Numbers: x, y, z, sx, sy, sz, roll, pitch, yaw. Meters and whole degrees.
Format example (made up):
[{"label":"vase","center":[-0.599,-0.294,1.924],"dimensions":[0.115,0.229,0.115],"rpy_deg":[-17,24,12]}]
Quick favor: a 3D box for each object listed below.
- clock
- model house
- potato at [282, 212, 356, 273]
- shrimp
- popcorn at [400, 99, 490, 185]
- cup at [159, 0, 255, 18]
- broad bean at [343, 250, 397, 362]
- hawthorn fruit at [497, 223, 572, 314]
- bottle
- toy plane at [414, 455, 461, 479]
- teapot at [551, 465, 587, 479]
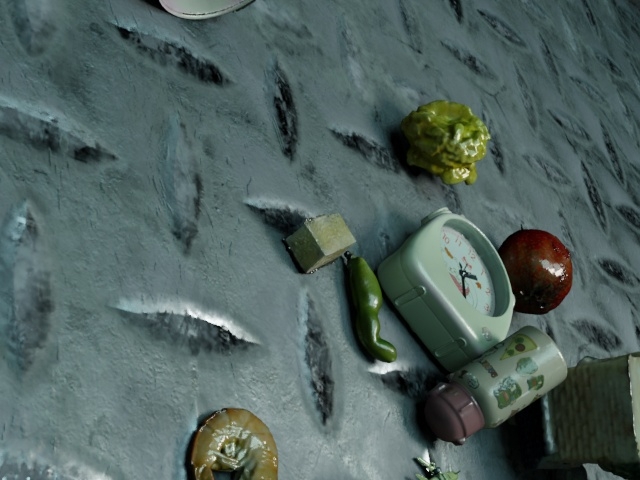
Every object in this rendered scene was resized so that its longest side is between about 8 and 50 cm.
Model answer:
[{"label":"clock","center":[0.259,0.076,1.753],"dimensions":[0.265,0.109,0.324],"rpy_deg":[52,35,-6]},{"label":"model house","center":[0.513,0.334,1.732],"dimensions":[0.298,0.284,0.243],"rpy_deg":[19,68,-51]},{"label":"potato","center":[0.001,0.000,1.545],"dimensions":[0.122,0.061,0.086],"rpy_deg":[-21,79,-55]},{"label":"shrimp","center":[-0.110,0.318,1.178],"dimensions":[0.133,0.053,0.236],"rpy_deg":[33,39,-33]},{"label":"popcorn","center":[0.259,-0.205,1.930],"dimensions":[0.198,0.155,0.197],"rpy_deg":[15,35,-11]},{"label":"cup","center":[-0.212,-0.562,1.572],"dimensions":[0.253,0.253,0.274],"rpy_deg":[-3,60,-51]},{"label":"broad bean","center":[0.082,0.110,1.567],"dimensions":[0.070,0.048,0.213],"rpy_deg":[7,59,-44]},{"label":"hawthorn fruit","center":[0.454,0.042,1.956],"dimensions":[0.181,0.181,0.235],"rpy_deg":[37,40,-27]},{"label":"bottle","center":[0.295,0.255,1.578],"dimensions":[0.253,0.120,0.120],"rpy_deg":[-28,86,-17]},{"label":"toy plane","center":[0.198,0.395,1.498],"dimensions":[0.111,0.040,0.102],"rpy_deg":[-2,55,-49]},{"label":"teapot","center":[0.488,0.470,1.778],"dimensions":[0.057,0.066,0.087],"rpy_deg":[30,64,-58]}]
